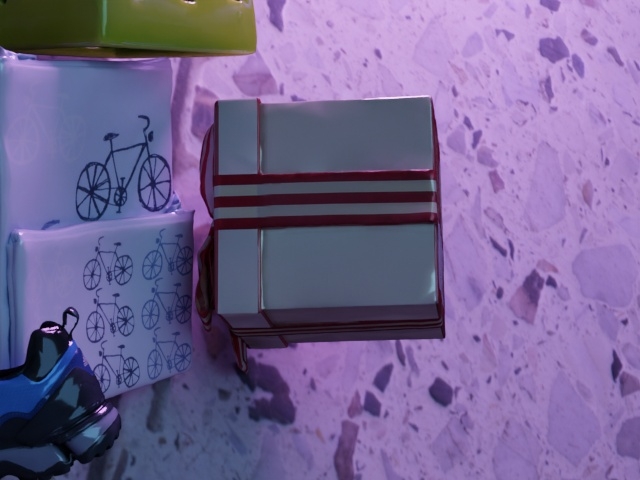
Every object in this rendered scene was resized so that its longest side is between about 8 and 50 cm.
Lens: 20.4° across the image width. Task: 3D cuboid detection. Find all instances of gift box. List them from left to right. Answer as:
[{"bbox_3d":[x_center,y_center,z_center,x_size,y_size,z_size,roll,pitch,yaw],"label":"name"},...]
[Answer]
[{"bbox_3d":[0.000,0.000,1.878,0.258,0.276,0.255,-1,72,4],"label":"gift box"}]

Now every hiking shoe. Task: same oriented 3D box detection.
[{"bbox_3d":[-0.331,0.172,1.552,0.304,0.113,0.132,-23,94,-7],"label":"hiking shoe"}]

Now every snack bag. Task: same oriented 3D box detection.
[{"bbox_3d":[-0.213,-0.015,1.723,0.323,0.037,0.343,-10,101,-63],"label":"snack bag"}]

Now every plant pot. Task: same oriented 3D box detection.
[{"bbox_3d":[-0.216,-0.292,1.809,0.227,0.228,0.207,-4,95,-50],"label":"plant pot"}]

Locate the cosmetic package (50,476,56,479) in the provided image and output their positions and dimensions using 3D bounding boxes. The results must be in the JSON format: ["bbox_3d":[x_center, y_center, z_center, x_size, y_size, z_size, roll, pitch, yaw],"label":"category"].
[{"bbox_3d":[-0.223,0.378,1.597,0.309,0.160,0.113,54,45,-10],"label":"cosmetic package"}]
